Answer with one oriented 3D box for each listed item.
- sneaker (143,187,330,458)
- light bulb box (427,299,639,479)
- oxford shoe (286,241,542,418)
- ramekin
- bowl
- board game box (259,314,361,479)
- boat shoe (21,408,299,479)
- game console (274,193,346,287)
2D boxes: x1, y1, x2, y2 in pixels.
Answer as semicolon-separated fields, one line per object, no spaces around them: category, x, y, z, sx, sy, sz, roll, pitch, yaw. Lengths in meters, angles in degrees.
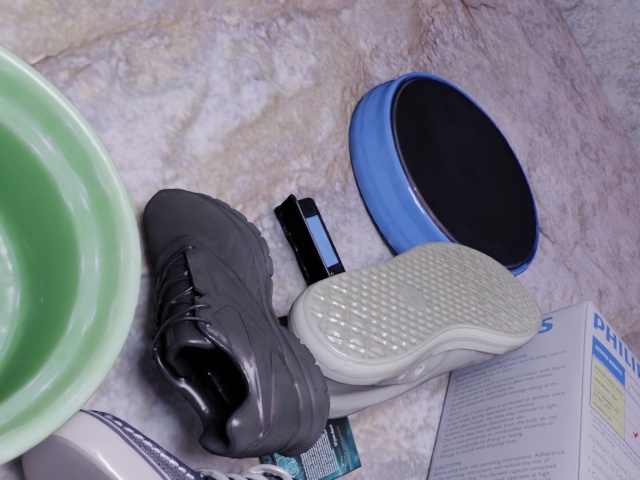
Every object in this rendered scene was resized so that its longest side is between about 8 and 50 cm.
sneaker;-0.099;0.062;0.590;0.130;0.109;0.286;9;42;-57
light bulb box;0.341;0.345;0.880;0.358;0.225;0.361;47;42;-19
oxford shoe;0.117;0.102;0.794;0.450;0.130;0.169;-7;50;-46
ramekin;-0.288;0.012;0.427;0.304;0.148;0.303;24;54;-38
bowl;0.217;-0.099;1.071;0.391;0.077;0.390;23;52;-33
board game box;-0.027;0.175;0.723;0.126;0.026;0.186;-3;72;-48
boat shoe;-0.091;0.238;0.562;0.340;0.127;0.158;59;32;-18
game console;0.000;0.000;0.811;0.107;0.071;0.122;-21;86;-50
